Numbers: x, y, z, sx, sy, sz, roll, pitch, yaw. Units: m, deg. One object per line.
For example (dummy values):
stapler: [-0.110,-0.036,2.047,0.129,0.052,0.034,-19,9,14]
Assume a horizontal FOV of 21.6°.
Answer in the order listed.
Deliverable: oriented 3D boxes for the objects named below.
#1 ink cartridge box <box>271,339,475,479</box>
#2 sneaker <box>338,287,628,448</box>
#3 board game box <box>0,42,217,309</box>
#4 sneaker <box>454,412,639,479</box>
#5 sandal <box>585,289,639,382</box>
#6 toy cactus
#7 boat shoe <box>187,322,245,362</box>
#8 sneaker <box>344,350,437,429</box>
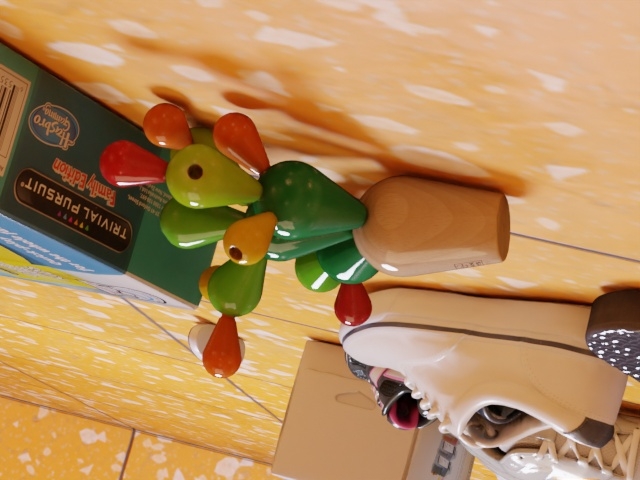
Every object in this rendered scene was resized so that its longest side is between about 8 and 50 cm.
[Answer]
ink cartridge box: [0.055,0.178,1.507,0.128,0.127,0.176,10,167,25]
sneaker: [0.094,0.086,1.098,0.094,0.091,0.258,22,167,-32]
board game box: [-0.258,-0.052,0.921,0.336,0.079,0.254,8,167,31]
sneaker: [0.210,0.176,1.391,0.121,0.099,0.262,29,161,-37]
sandal: [0.259,0.084,1.009,0.097,0.054,0.254,-6,148,43]
toy cactus: [0.000,0.000,0.824,0.180,0.112,0.219,1,156,19]
boat shoe: [-0.106,0.097,1.572,0.035,0.035,0.100,7,173,24]
sneaker: [0.060,0.105,1.272,0.072,0.077,0.178,19,169,-16]
